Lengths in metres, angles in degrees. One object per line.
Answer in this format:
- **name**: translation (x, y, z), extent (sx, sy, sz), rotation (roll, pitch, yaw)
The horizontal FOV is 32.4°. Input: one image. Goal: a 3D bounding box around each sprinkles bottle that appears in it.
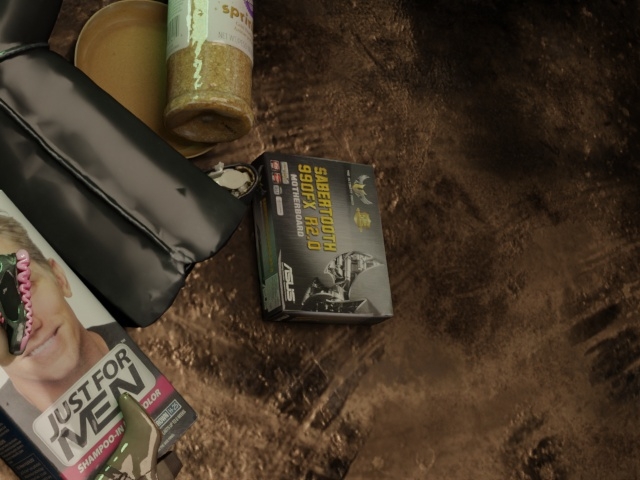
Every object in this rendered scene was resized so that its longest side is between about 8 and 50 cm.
- **sprinkles bottle**: translation (-0.148, -0.310, 1.482), extent (0.121, 0.121, 0.356), rotation (12, 65, -29)

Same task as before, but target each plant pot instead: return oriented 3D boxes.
- **plant pot**: translation (-0.223, -0.213, 1.488), extent (0.236, 0.032, 0.236), rotation (14, 63, -29)

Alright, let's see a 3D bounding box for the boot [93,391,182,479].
- **boot**: translation (-0.206, 0.233, 1.180), extent (0.087, 0.042, 0.118), rotation (-37, 87, -29)

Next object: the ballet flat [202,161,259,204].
- **ballet flat**: translation (-0.164, -0.064, 1.442), extent (0.203, 0.074, 0.074), rotation (-16, 80, -36)

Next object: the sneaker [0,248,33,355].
- **sneaker**: translation (-0.334, 0.066, 1.164), extent (0.057, 0.047, 0.119), rotation (2, 62, -25)

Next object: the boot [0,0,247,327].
- **boot**: translation (-0.258, -0.165, 1.309), extent (0.445, 0.146, 0.367), rotation (43, 88, -6)

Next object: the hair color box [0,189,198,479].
- **hair color box**: translation (-0.320, 0.135, 1.235), extent (0.347, 0.105, 0.174), rotation (49, 53, -6)

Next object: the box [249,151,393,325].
- **box**: translation (0.000, 0.000, 1.531), extent (0.183, 0.056, 0.231), rotation (6, 68, -31)
